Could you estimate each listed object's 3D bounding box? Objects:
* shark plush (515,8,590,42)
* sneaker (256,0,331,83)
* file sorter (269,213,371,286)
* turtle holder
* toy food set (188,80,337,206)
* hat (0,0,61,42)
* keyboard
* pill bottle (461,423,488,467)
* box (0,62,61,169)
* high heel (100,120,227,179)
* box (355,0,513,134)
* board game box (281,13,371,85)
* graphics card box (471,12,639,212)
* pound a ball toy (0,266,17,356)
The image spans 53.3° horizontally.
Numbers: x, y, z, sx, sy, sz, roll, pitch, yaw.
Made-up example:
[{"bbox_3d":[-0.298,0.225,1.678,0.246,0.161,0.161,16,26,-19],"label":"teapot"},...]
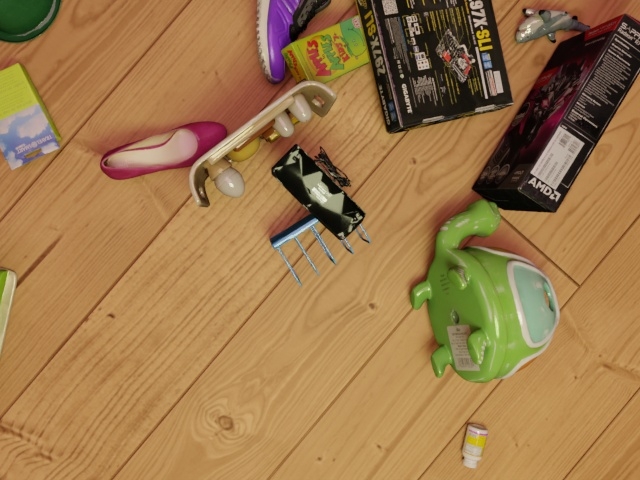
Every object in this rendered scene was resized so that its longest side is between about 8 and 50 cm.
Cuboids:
[{"bbox_3d":[0.479,-0.442,1.323,0.161,0.073,0.067,-7,114,-25],"label":"shark plush"},{"bbox_3d":[-0.050,-0.453,1.238,0.146,0.102,0.294,1,92,-5],"label":"sneaker"},{"bbox_3d":[0.000,0.000,1.257,0.170,0.118,0.105,-32,98,-3],"label":"file sorter"},{"bbox_3d":[0.320,0.109,1.252,0.227,0.243,0.320,-9,53,-19],"label":"turtle holder"},{"bbox_3d":[-0.107,-0.168,1.188,0.306,0.220,0.092,-37,95,-3],"label":"toy food set"},{"bbox_3d":[-0.594,-0.460,1.152,0.173,0.183,0.208,40,89,-6],"label":"hat"},{"bbox_3d":[0.007,-0.097,1.172,0.100,0.038,0.192,-42,106,12],"label":"keyboard"},{"bbox_3d":[0.321,0.430,1.336,0.043,0.043,0.083,13,92,-5],"label":"pill bottle"},{"bbox_3d":[-0.584,-0.237,1.234,0.109,0.042,0.178,-26,94,-2],"label":"box"},{"bbox_3d":[-0.298,-0.177,1.222,0.244,0.117,0.082,-15,93,-4],"label":"high heel"},{"bbox_3d":[0.220,-0.393,1.253,0.257,0.079,0.322,-15,94,-18],"label":"box"},{"bbox_3d":[0.021,-0.361,1.235,0.181,0.043,0.092,-33,103,-30],"label":"board game box"},{"bbox_3d":[0.457,-0.231,1.225,0.094,0.233,0.371,30,91,-9],"label":"graphics card box"},{"bbox_3d":[-0.676,0.160,1.161,0.135,0.208,0.319,12,92,-5],"label":"pound a ball toy"}]
